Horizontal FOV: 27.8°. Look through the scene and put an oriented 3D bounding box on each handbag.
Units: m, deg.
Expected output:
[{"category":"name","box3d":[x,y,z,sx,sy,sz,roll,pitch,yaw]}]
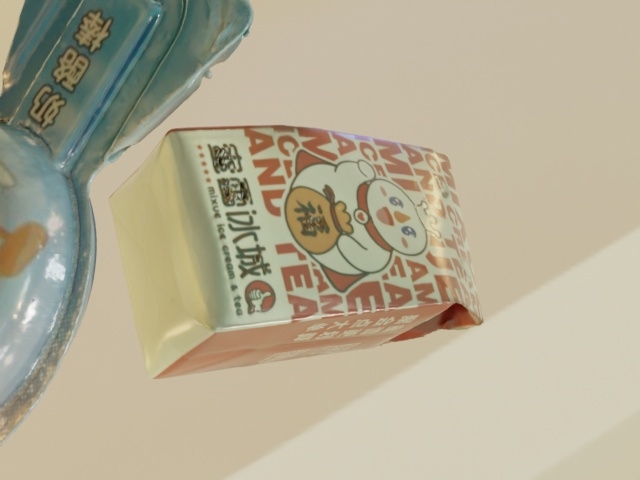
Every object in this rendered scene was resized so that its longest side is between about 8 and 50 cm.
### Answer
[{"category":"handbag","box3d":[0.000,0.000,1.029,0.298,0.151,0.171,-6,-107,-29]}]

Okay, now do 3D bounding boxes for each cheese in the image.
[{"category":"cheese","box3d":[-0.125,-0.010,0.496,0.135,0.052,0.244,36,-83,32]}]
